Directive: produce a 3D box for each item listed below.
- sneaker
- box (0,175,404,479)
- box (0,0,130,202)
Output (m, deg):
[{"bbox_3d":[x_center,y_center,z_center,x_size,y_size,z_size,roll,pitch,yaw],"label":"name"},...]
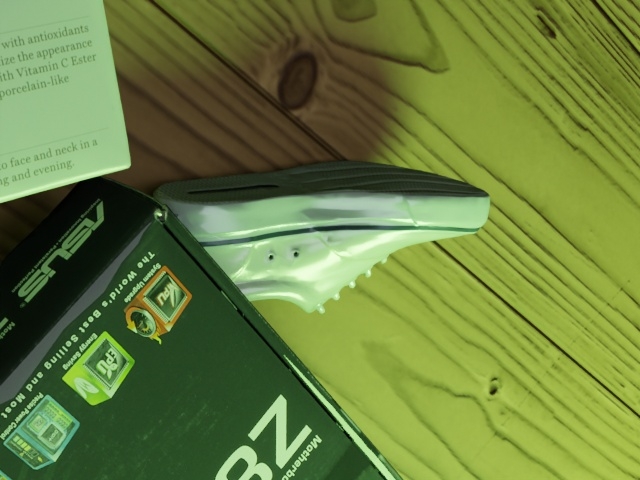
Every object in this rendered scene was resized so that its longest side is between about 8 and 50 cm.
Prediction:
[{"bbox_3d":[0.000,0.000,0.870,0.258,0.094,0.091,-5,111,-26],"label":"sneaker"},{"bbox_3d":[-0.156,0.208,0.733,0.395,0.097,0.318,-49,131,-15],"label":"box"},{"bbox_3d":[-0.221,-0.081,0.627,0.181,0.182,0.119,-19,111,-32],"label":"box"}]
